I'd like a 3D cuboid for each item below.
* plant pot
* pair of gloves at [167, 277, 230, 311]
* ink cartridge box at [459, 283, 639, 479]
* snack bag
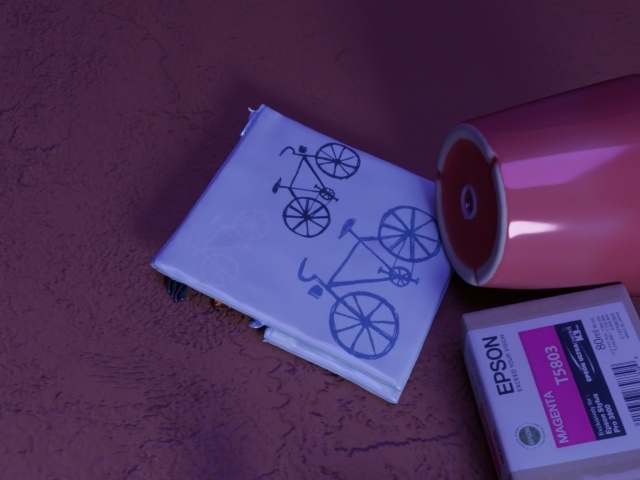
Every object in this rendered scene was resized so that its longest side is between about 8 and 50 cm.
[{"bbox_3d":[0.285,-0.055,1.035,0.243,0.275,0.275,-6,57,-14],"label":"plant pot"},{"bbox_3d":[-0.141,0.048,1.037,0.083,0.010,0.074,10,54,-3],"label":"pair of gloves"},{"bbox_3d":[0.273,0.176,0.938,0.193,0.088,0.234,-11,50,0],"label":"ink cartridge box"},{"bbox_3d":[0.000,0.000,1.080,0.343,0.037,0.323,25,54,5],"label":"snack bag"}]
